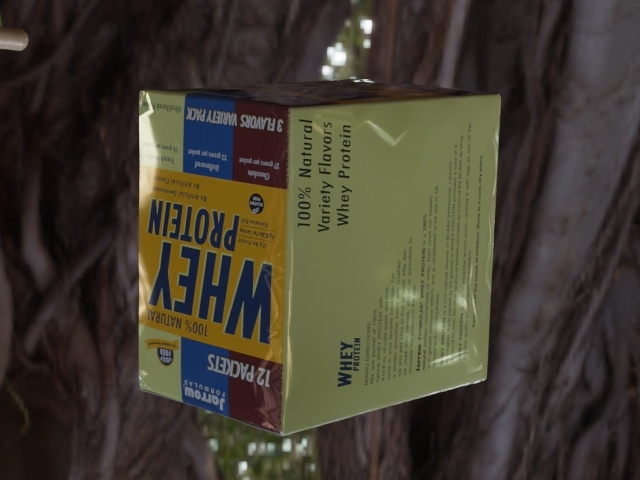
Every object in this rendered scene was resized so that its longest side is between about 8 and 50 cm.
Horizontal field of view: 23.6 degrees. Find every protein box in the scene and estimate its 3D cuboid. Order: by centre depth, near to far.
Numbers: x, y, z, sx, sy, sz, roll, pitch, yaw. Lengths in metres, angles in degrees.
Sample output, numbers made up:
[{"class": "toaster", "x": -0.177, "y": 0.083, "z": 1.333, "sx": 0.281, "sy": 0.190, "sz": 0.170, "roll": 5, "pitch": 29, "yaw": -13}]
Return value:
[{"class": "protein box", "x": 0.000, "y": 0.000, "z": 0.999, "sx": 0.136, "sy": 0.200, "sz": 0.201, "roll": 11, "pitch": -166, "yaw": 42}]

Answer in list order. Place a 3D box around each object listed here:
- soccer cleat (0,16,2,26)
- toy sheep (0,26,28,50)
[{"class": "soccer cleat", "x": -0.257, "y": -0.162, "z": 0.988, "sx": 0.060, "sy": 0.072, "sz": 0.179, "roll": -5, "pitch": -132, "yaw": -41}, {"class": "toy sheep", "x": -0.189, "y": -0.098, "z": 0.691, "sx": 0.091, "sy": 0.132, "sz": 0.091, "roll": 17, "pitch": -120, "yaw": -33}]
